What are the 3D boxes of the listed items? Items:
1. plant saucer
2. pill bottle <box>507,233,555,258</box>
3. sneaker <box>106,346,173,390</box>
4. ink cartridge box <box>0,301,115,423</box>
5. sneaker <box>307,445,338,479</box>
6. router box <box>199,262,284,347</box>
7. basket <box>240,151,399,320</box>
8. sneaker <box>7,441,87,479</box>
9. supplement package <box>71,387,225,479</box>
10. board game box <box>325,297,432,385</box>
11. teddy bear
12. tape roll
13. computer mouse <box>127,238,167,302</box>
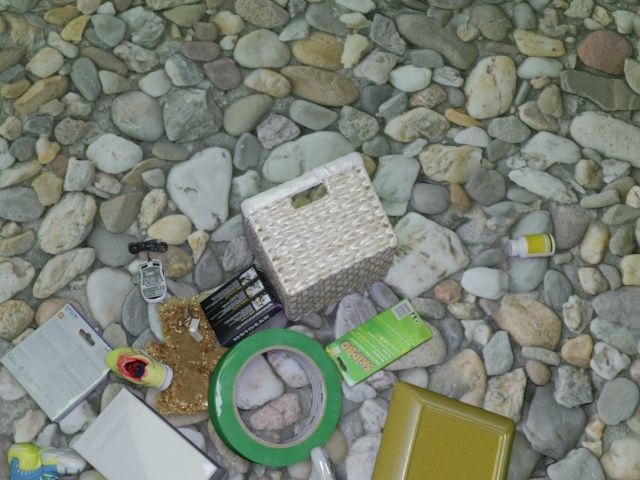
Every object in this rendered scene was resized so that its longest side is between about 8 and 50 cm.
[{"bbox_3d":[0.304,0.532,1.649,0.333,0.081,0.332,20,66,-6],"label":"plant saucer"},{"bbox_3d":[0.575,0.017,1.905,0.116,0.065,0.065,-5,68,-3],"label":"pill bottle"},{"bbox_3d":[-0.457,0.301,1.689,0.208,0.094,0.081,8,76,34],"label":"sneaker"},{"bbox_3d":[-0.658,0.309,1.781,0.224,0.045,0.223,-42,76,-17],"label":"ink cartridge box"},{"bbox_3d":[-0.012,0.598,1.625,0.115,0.090,0.232,-9,93,6],"label":"sneaker"},{"bbox_3d":[-0.198,0.162,1.730,0.179,0.046,0.133,-36,64,10],"label":"router box"},{"bbox_3d":[0.000,0.000,1.764,0.328,0.331,0.266,-25,73,-10],"label":"basket"},{"bbox_3d":[-0.645,0.552,1.642,0.240,0.091,0.126,-1,81,33],"label":"sneaker"},{"bbox_3d":[-0.395,0.515,1.632,0.293,0.177,0.175,36,73,13],"label":"supplement package"},{"bbox_3d":[0.151,0.267,1.816,0.259,0.039,0.124,-29,71,-14],"label":"board game box"},{"bbox_3d":[-0.331,0.284,1.777,0.245,0.113,0.338,-17,62,-15],"label":"teddy bear"},{"bbox_3d":[-0.108,0.377,1.684,0.321,0.077,0.321,6,74,-22],"label":"tape roll"},{"bbox_3d":[-0.457,0.087,1.877,0.106,0.042,0.193,-9,63,-9],"label":"computer mouse"}]
